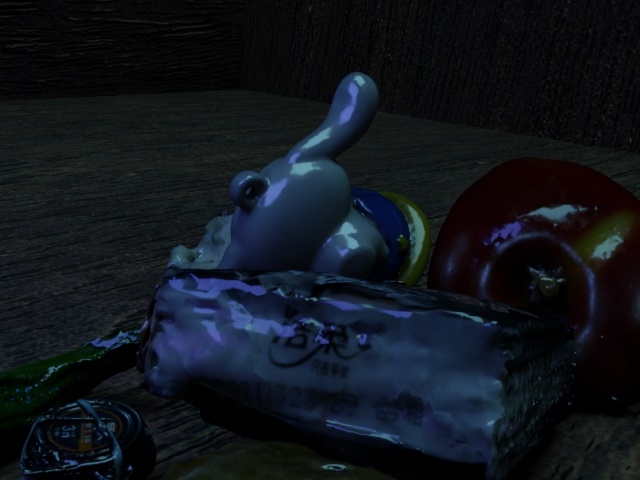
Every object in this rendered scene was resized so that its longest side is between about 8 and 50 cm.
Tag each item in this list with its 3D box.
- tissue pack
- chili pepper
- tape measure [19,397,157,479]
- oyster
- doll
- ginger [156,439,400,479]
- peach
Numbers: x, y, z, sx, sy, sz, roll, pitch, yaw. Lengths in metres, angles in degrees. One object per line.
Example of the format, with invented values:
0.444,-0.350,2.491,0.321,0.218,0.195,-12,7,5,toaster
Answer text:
0.049,0.090,0.618,0.245,0.123,0.332,6,-3,23,tissue pack
-0.227,0.115,0.605,0.065,0.122,0.279,54,32,15,chili pepper
-0.159,0.149,0.571,0.091,0.054,0.094,4,22,-5,tape measure
-0.113,0.038,0.972,0.163,0.081,0.191,-15,24,23,oyster
-0.010,0.026,0.844,0.311,0.243,0.159,-41,62,-13,doll
0.026,0.175,0.406,0.270,0.123,0.219,11,0,4,ginger
0.259,0.015,0.886,0.257,0.201,0.361,12,17,27,peach
